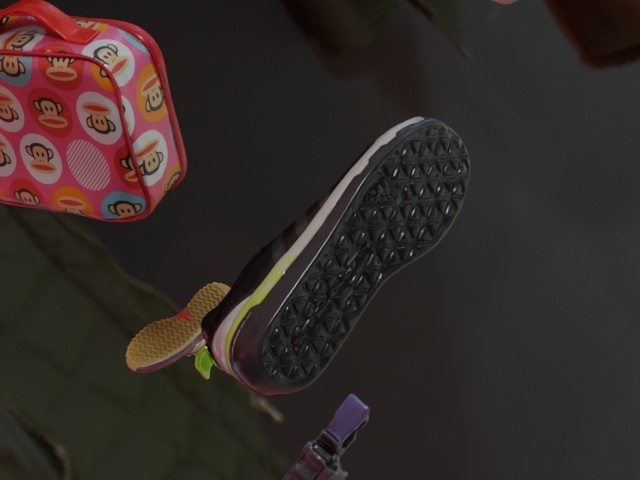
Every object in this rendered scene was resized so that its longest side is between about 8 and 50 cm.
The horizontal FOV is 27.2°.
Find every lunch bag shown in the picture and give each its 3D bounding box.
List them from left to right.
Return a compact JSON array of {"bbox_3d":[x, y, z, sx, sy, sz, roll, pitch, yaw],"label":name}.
[{"bbox_3d":[-0.311,-0.161,1.530,0.293,0.258,0.120,10,40,27],"label":"lunch bag"}]

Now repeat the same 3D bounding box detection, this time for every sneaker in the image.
[{"bbox_3d":[-0.188,0.140,1.839,0.185,0.084,0.069,-34,54,-27],"label":"sneaker"},{"bbox_3d":[0.000,0.000,0.883,0.235,0.084,0.097,-47,33,-18],"label":"sneaker"}]

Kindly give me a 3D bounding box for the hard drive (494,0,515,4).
[{"bbox_3d":[0.323,-0.500,1.860,0.203,0.040,0.307,179,108,-76],"label":"hard drive"}]

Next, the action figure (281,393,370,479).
[{"bbox_3d":[0.011,0.340,1.383,0.178,0.330,0.341,41,105,30],"label":"action figure"}]
